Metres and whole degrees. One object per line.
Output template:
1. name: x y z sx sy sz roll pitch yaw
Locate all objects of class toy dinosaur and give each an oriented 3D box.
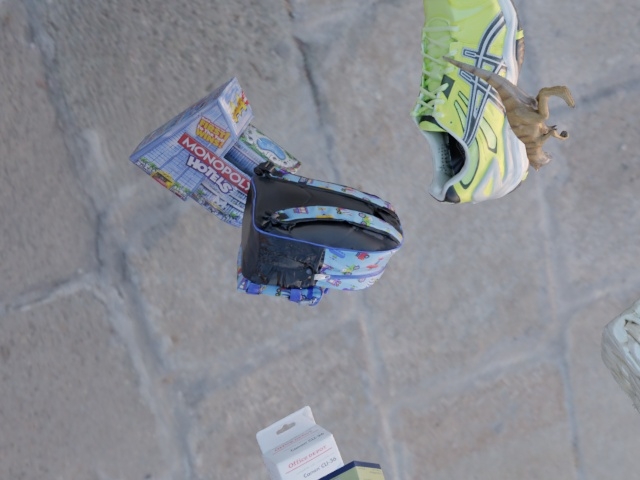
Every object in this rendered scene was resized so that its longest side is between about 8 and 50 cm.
1. toy dinosaur: 0.253 -0.163 1.492 0.112 0.064 0.211 -27 123 18

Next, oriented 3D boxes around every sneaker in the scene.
1. sneaker: 0.206 -0.231 1.751 0.147 0.145 0.384 -24 109 -33

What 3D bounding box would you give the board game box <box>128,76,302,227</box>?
1. board game box: -0.134 -0.122 1.646 0.194 0.060 0.194 37 135 -9

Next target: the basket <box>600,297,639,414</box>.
1. basket: 0.231 0.087 0.621 0.103 0.167 0.113 -35 159 1

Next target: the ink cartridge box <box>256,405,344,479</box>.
1. ink cartridge box: -0.022 0.397 2.059 0.115 0.067 0.198 -27 108 -20

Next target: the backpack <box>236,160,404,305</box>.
1. backpack: 0.000 0.000 1.348 0.173 0.158 0.117 9 118 -10

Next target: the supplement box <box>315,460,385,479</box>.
1. supplement box: 0.037 0.319 1.435 0.083 0.083 0.056 -33 150 27
